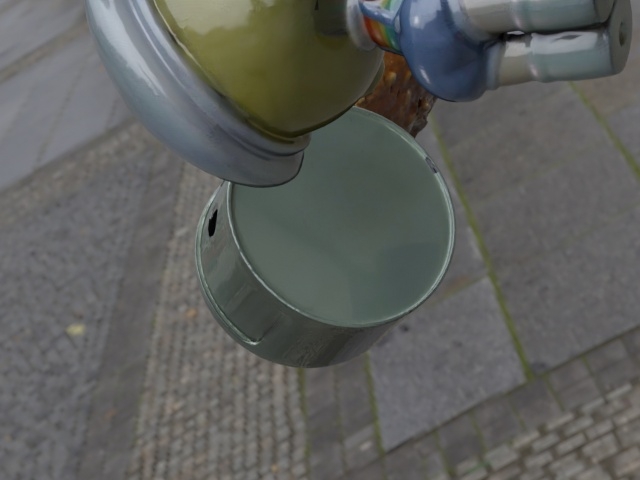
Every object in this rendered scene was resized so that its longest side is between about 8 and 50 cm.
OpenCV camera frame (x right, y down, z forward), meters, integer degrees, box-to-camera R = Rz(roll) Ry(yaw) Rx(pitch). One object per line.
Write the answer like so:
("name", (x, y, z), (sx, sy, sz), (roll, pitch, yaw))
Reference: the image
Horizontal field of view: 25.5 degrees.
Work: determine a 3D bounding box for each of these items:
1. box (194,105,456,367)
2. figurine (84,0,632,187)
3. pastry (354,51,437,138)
("box", (0.000, 0.000, 1.372), (0.226, 0.226, 0.149), (-42, -4, -29))
("figurine", (0.006, -0.150, 0.952), (0.381, 0.224, 0.205), (-6, 54, 40))
("pastry", (0.017, -0.229, 1.884), (0.405, 0.292, 0.337), (-61, -20, 1))
